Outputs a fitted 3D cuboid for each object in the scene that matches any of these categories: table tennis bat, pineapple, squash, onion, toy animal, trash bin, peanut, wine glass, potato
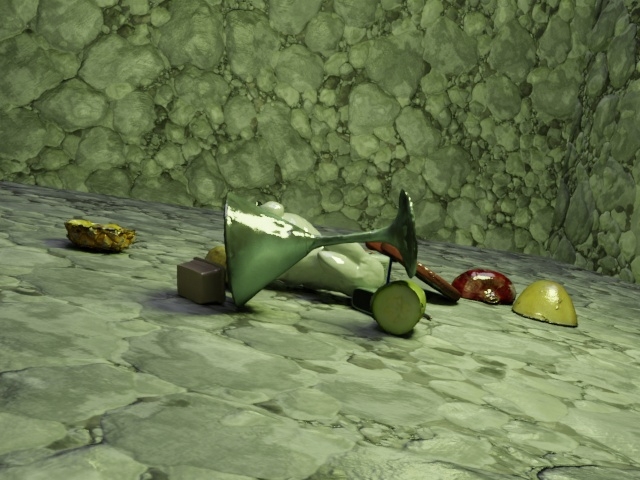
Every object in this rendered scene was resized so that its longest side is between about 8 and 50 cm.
[{"bbox_3d":[0.272,0.073,2.281,0.268,0.051,0.414,36,-1,-38],"label":"table tennis bat"},{"bbox_3d":[-0.615,-0.011,2.074,0.224,0.076,0.225,10,3,-1],"label":"pineapple"},{"bbox_3d":[0.186,0.148,1.718,0.123,0.123,0.186,11,4,13],"label":"squash"},{"bbox_3d":[0.524,0.142,2.353,0.205,0.098,0.151,9,5,-7],"label":"onion"},{"bbox_3d":[-0.009,0.043,1.949,0.357,0.194,0.258,12,-38,16],"label":"toy animal"},{"bbox_3d":[0.163,0.155,1.862,0.130,0.059,0.116,6,6,-37],"label":"trash bin"},{"bbox_3d":[-0.225,0.068,1.887,0.229,0.098,0.103,18,-31,47],"label":"peanut"},{"bbox_3d":[0.000,0.000,1.646,0.406,0.267,0.267,-6,7,-1],"label":"wine glass"},{"bbox_3d":[0.676,0.178,2.211,0.182,0.117,0.202,11,5,-13],"label":"potato"}]

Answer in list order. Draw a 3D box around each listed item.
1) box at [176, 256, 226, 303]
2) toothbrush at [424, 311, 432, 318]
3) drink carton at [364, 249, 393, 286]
[{"bbox_3d":[-0.268,0.092,1.657,0.062,0.089,0.122,-11,19,-43],"label":"box"},{"bbox_3d":[0.259,0.182,1.967,0.019,0.013,0.193,17,4,-14],"label":"toothbrush"},{"bbox_3d":[0.043,0.076,2.187,0.315,0.107,0.130,6,5,-18],"label":"drink carton"}]
